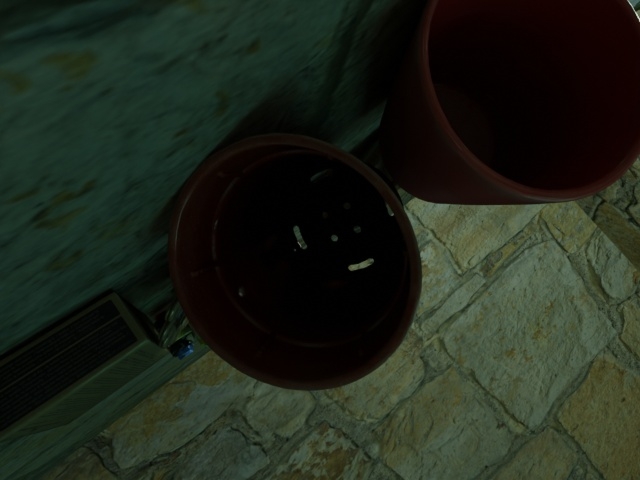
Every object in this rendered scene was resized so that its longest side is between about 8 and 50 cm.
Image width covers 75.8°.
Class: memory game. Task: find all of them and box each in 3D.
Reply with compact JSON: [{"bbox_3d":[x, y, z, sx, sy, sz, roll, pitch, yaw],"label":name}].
[{"bbox_3d":[-0.194,0.078,0.628,0.186,0.012,0.186,-64,-177,0],"label":"memory game"}]

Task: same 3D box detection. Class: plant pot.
[{"bbox_3d":[0.000,0.000,0.537,0.272,0.272,0.265,-41,180,22],"label":"plant pot"},{"bbox_3d":[0.204,-0.163,0.524,0.275,0.274,0.243,-37,-179,-11],"label":"plant pot"}]

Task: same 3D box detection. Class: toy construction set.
[{"bbox_3d":[-0.218,0.156,0.848,0.215,0.151,0.327,-33,160,-24],"label":"toy construction set"}]

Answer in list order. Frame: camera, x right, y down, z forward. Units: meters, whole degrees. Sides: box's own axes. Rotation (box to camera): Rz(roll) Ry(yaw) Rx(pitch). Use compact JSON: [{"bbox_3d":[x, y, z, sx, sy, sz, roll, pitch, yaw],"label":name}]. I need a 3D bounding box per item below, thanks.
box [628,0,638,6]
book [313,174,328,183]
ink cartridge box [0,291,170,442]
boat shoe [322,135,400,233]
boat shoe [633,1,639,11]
[{"bbox_3d":[0.342,-0.318,0.660,0.231,0.126,0.262,-35,172,-27],"label":"box"},{"bbox_3d":[-0.047,-0.059,0.754,0.144,0.035,0.096,-34,170,-35],"label":"book"},{"bbox_3d":[-0.338,0.181,0.599,0.193,0.088,0.234,-34,172,-21],"label":"ink cartridge box"},{"bbox_3d":[0.126,-0.152,0.799,0.342,0.123,0.123,-47,-157,0],"label":"boat shoe"},{"bbox_3d":[0.473,-0.426,0.796,0.105,0.110,0.307,5,149,-40],"label":"boat shoe"}]
